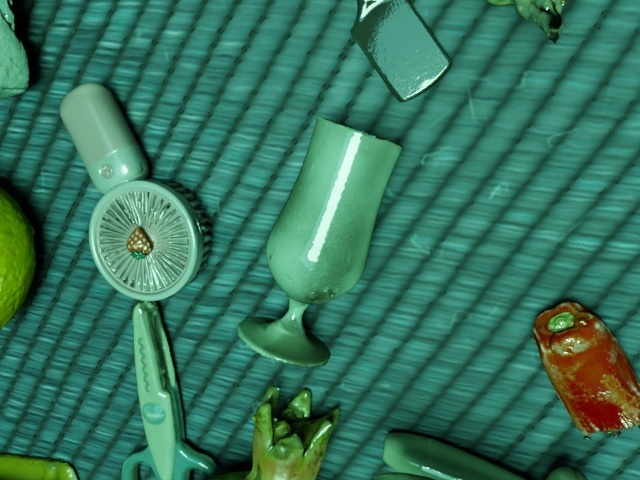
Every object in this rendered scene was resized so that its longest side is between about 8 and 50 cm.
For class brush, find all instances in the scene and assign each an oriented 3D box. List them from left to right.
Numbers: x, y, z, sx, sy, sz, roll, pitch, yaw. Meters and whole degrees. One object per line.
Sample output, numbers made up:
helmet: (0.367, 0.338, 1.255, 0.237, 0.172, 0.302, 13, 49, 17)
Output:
brush: (0.050, -0.226, 0.564, 0.062, 0.016, 0.194, -35, 91, 18)

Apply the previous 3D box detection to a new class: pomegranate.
pomegranate: (-0.050, 0.320, 0.591, 0.230, 0.231, 0.286, 33, 102, 6)

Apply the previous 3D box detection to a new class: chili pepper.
chili pepper: (0.254, 0.118, 0.552, 0.070, 0.073, 0.123, -32, 95, -24)

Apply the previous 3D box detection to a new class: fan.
fan: (-0.209, -0.053, 0.637, 0.130, 0.074, 0.245, -26, 93, 19)

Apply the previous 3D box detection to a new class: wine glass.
wine glass: (0.000, 0.000, 0.576, 0.103, 0.103, 0.231, 22, 103, 10)

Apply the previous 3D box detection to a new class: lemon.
lemon: (-0.419, 0.019, 0.646, 0.192, 0.192, 0.231, 22, 108, 10)

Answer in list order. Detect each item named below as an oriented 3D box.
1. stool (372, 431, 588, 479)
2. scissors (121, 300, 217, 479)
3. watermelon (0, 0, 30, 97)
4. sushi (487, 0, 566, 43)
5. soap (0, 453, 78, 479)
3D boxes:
stool: (0.140, 0.297, 0.542, 0.198, 0.195, 0.196, 7, 88, 9)
scissors: (-0.190, 0.208, 0.700, 0.137, 0.041, 0.290, -1, 101, 20)
watermelon: (-0.426, -0.194, 0.616, 0.213, 0.320, 0.289, 34, 142, -20)
sushi: (0.124, -0.292, 0.442, 0.274, 0.184, 0.139, 43, 109, 2)
soap: (-0.474, 0.393, 0.789, 0.314, 0.091, 0.200, 1, 102, 15)
